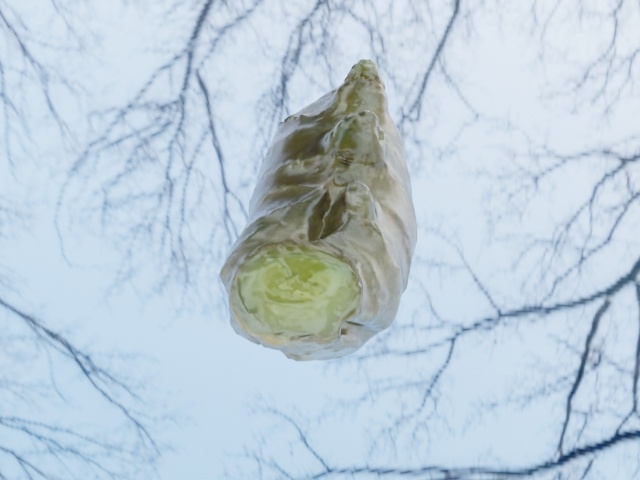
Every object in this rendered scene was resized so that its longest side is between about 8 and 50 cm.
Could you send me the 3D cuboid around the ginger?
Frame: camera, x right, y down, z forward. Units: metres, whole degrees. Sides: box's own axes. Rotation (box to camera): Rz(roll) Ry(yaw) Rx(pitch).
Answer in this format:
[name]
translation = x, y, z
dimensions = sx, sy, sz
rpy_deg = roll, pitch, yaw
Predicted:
[ginger]
translation = 0.006, -0.012, 0.641
dimensions = 0.115, 0.205, 0.081
rpy_deg = -41, -76, 4
